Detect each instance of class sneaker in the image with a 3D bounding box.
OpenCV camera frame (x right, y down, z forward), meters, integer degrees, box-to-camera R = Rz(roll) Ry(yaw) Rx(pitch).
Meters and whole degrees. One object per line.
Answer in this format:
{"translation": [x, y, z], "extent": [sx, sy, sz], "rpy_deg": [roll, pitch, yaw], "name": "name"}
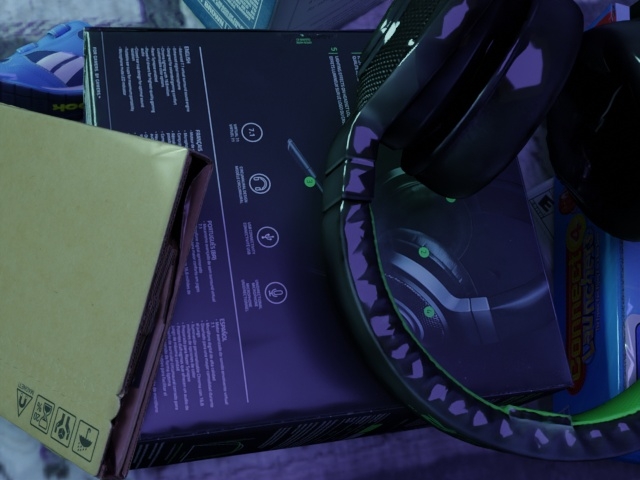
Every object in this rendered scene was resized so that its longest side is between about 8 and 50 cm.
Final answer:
{"translation": [-0.181, -0.117, 0.607], "extent": [0.144, 0.053, 0.059], "rpy_deg": [-7, 73, -26], "name": "sneaker"}

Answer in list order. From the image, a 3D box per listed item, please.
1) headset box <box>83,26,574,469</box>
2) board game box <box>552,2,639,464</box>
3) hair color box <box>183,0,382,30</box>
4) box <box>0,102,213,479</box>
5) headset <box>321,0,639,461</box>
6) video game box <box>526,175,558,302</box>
{"translation": [0.000, 0.000, 0.567], "extent": [0.283, 0.131, 0.246], "rpy_deg": [-5, 71, -17], "name": "headset box"}
{"translation": [0.321, 0.014, 0.623], "extent": [0.308, 0.086, 0.302], "rpy_deg": [12, 67, -12], "name": "board game box"}
{"translation": [0.019, -0.261, 0.550], "extent": [0.174, 0.347, 0.105], "rpy_deg": [-37, 83, -24], "name": "hair color box"}
{"translation": [-0.152, 0.014, 0.478], "extent": [0.021, 0.201, 0.165], "rpy_deg": [15, 91, -51], "name": "box"}
{"translation": [0.129, -0.077, 0.511], "extent": [0.243, 0.185, 0.394], "rpy_deg": [12, 82, -11], "name": "headset"}
{"translation": [0.257, 0.024, 0.674], "extent": [0.187, 0.048, 0.205], "rpy_deg": [-26, 79, -20], "name": "video game box"}
